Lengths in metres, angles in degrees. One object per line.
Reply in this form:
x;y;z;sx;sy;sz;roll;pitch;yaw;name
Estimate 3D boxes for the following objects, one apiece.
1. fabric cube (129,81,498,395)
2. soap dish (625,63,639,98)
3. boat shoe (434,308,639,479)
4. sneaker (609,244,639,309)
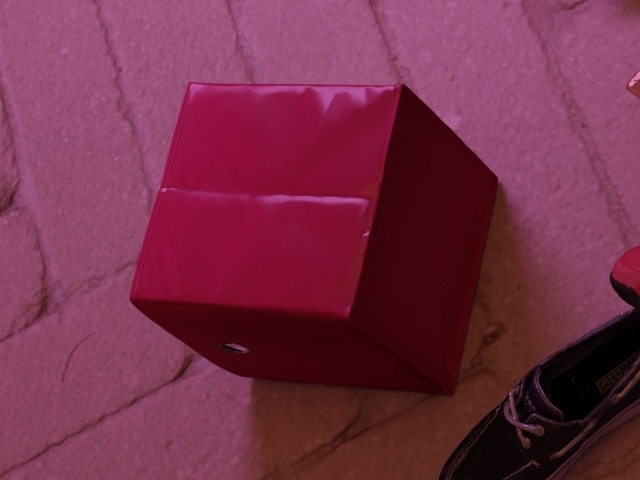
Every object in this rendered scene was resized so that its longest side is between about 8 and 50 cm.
0.000;0.000;1.961;0.258;0.254;0.259;4;70;30;fabric cube
0.476;-0.154;1.833;0.229;0.118;0.291;-50;54;2;soap dish
0.223;0.169;1.844;0.301;0.102;0.108;-35;55;12;boat shoe
0.396;-0.018;1.733;0.314;0.116;0.136;-11;104;43;sneaker
